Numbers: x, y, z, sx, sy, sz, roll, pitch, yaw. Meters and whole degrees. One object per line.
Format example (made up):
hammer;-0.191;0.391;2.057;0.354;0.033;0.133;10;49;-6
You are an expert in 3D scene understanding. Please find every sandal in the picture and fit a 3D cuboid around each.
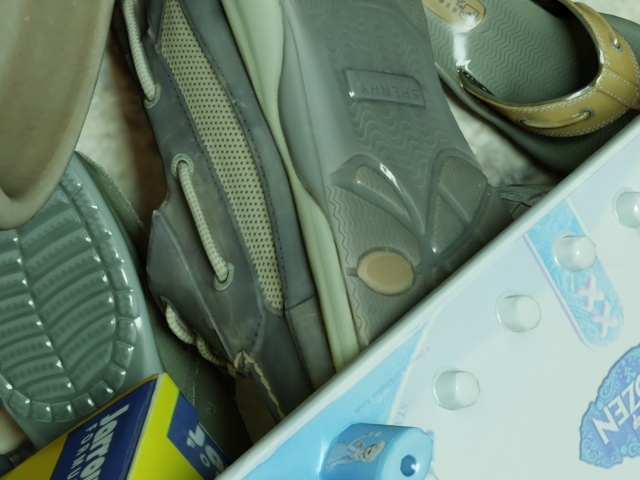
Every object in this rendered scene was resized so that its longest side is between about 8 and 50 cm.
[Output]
sandal;0.112;-0.094;0.826;0.219;0.060;0.090;34;89;-15

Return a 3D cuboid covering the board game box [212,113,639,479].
board game box;0.191;0.149;0.687;0.390;0.050;0.390;-38;105;-31

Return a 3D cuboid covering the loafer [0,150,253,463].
loafer;-0.094;0.066;0.795;0.094;0.087;0.251;-23;91;17

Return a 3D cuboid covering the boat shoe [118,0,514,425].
boat shoe;0.000;0.000;0.735;0.132;0.130;0.355;7;61;-45

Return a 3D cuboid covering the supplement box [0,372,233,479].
supplement box;-0.154;0.253;0.681;0.356;0.195;0.194;-35;105;14

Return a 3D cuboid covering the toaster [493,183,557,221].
toaster;0.134;0.071;0.818;0.227;0.129;0.146;32;87;-12

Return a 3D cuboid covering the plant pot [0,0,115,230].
plant pot;-0.210;-0.149;0.669;0.229;0.263;0.263;9;95;5

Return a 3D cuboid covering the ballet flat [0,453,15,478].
ballet flat;-0.235;0.120;0.772;0.203;0.074;0.074;2;97;-8
